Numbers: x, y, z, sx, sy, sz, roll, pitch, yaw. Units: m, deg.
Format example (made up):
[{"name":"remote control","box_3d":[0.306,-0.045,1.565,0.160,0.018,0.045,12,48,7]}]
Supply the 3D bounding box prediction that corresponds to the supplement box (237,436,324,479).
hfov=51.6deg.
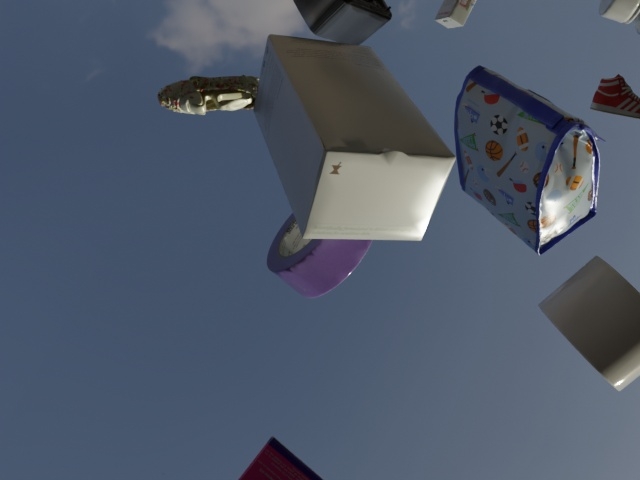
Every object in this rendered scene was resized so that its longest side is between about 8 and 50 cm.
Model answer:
[{"name":"supplement box","box_3d":[-0.096,0.405,0.947,0.114,0.111,0.220,38,-105,10]}]

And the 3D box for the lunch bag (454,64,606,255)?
[{"name":"lunch bag","box_3d":[0.502,-0.217,1.620,0.239,0.385,0.328,-36,-131,-8]}]

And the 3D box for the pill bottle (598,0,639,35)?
[{"name":"pill bottle","box_3d":[0.776,-0.485,1.338,0.361,0.204,0.204,19,-113,5]}]

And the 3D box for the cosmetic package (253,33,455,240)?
[{"name":"cosmetic package","box_3d":[0.031,-0.169,1.019,0.197,0.155,0.365,2,-141,-19]}]

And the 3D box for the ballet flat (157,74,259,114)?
[{"name":"ballet flat","box_3d":[-0.242,-0.320,1.477,0.241,0.091,0.077,-10,-126,-5]}]

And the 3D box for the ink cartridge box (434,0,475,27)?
[{"name":"ink cartridge box","box_3d":[0.365,-0.628,1.746,0.052,0.088,0.122,27,-86,-21]}]

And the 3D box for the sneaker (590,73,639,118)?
[{"name":"sneaker","box_3d":[0.531,-0.246,1.132,0.119,0.042,0.067,15,-71,15]}]

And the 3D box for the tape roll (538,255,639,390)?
[{"name":"tape roll","box_3d":[0.615,0.176,1.419,0.169,0.246,0.246,-44,-95,11]}]

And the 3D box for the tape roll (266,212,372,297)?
[{"name":"tape roll","box_3d":[0.000,0.000,1.133,0.080,0.189,0.189,40,-115,-23]}]

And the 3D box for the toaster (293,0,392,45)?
[{"name":"toaster","box_3d":[0.031,-0.490,1.311,0.186,0.110,0.168,-5,-117,-51]}]
